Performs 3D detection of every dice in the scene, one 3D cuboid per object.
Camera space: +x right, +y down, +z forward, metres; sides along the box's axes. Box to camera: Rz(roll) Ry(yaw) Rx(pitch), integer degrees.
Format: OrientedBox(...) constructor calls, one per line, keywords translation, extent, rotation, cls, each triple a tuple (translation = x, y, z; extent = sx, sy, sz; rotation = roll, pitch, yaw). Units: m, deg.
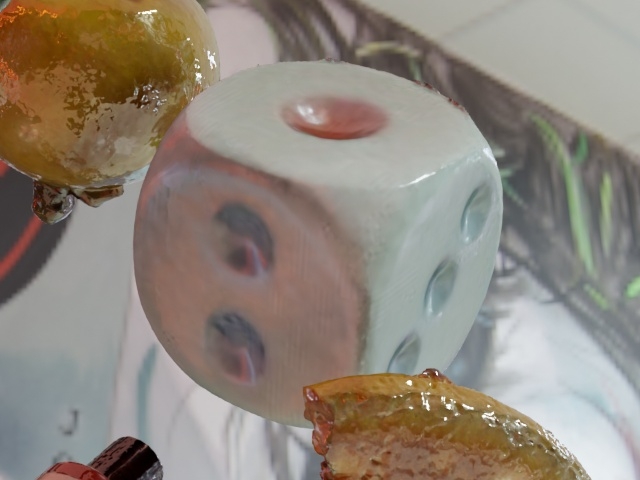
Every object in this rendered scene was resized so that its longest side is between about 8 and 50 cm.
OrientedBox(translation=(0.000, 0.000, 1.559), extent=(0.265, 0.268, 0.262), rotation=(21, -58, 26), cls="dice")

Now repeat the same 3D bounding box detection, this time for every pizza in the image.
OrientedBox(translation=(0.098, 0.228, 1.357), extent=(0.335, 0.086, 0.226), rotation=(31, -76, -22), cls="pizza")

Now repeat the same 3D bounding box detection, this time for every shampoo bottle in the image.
OrientedBox(translation=(-0.235, 0.264, 1.435), extent=(0.104, 0.104, 0.278), rotation=(-25, 10, 39), cls="shampoo bottle")

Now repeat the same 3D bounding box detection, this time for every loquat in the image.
OrientedBox(translation=(-0.285, -0.186, 1.983), extent=(0.328, 0.328, 0.359), rotation=(8, -67, -21), cls="loquat")

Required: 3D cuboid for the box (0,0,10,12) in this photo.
OrientedBox(translation=(-0.313, -0.234, 1.378), extent=(0.345, 0.134, 0.097), rotation=(-49, -18, 3), cls="box")
